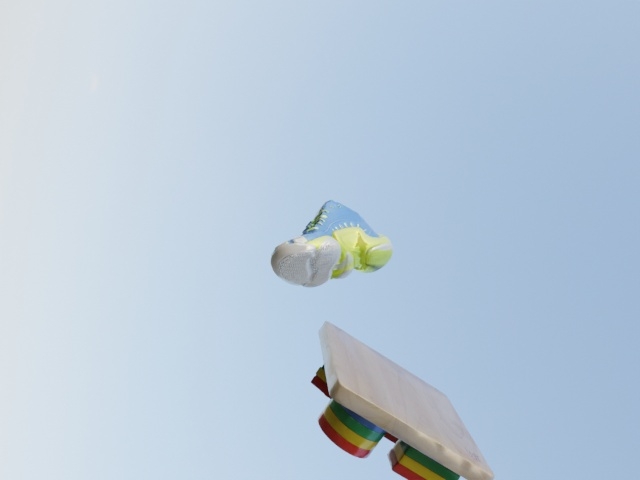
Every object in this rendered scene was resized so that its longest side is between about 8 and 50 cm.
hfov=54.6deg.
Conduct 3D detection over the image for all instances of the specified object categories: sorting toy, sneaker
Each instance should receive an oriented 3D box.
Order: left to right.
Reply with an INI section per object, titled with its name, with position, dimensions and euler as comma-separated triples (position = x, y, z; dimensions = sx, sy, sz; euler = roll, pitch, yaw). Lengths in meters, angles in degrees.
[sneaker]
position = 0.000, 0.000, 0.966
dimensions = 0.126, 0.240, 0.091
euler = 54, -56, 31
[sorting toy]
position = 0.097, 0.260, 0.935
dimensions = 0.089, 0.256, 0.257
euler = -56, -171, 7
